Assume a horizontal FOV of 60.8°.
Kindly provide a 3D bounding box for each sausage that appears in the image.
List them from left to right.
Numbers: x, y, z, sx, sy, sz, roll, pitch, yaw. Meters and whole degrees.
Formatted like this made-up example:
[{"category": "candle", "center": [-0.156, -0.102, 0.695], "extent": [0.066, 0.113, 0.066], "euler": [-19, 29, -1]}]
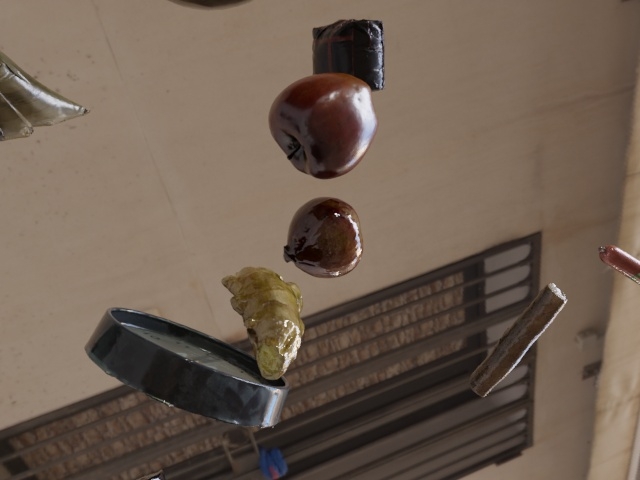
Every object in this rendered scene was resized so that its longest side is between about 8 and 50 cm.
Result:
[{"category": "sausage", "center": [0.482, 0.060, 0.786], "extent": [0.029, 0.223, 0.029], "euler": [-55, -163, 25]}]

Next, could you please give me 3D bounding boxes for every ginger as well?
[{"category": "ginger", "center": [-0.072, 0.089, 0.729], "extent": [0.115, 0.081, 0.205], "euler": [58, 8, -18]}]

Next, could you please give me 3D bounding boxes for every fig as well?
[{"category": "fig", "center": [0.001, 0.000, 1.259], "extent": [0.205, 0.205, 0.205], "euler": [161, -90, -80]}]

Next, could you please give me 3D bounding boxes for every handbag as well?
[{"category": "handbag", "center": [0.068, -0.458, 1.351], "extent": [0.215, 0.155, 0.170], "euler": [29, -49, 56]}]

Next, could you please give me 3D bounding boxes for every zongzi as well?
[{"category": "zongzi", "center": [-0.564, -0.292, 1.052], "extent": [0.195, 0.197, 0.099], "euler": [101, -32, -54]}]

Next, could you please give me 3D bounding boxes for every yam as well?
[{"category": "yam", "center": [0.345, 0.179, 0.968], "extent": [0.241, 0.056, 0.057], "euler": [-58, -147, 18]}]

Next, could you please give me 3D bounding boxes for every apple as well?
[{"category": "apple", "center": [0.011, -0.246, 1.177], "extent": [0.234, 0.233, 0.234], "euler": [161, -90, -80]}]

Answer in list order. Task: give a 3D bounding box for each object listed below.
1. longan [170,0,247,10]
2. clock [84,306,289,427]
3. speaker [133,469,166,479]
[{"category": "longan", "center": [-0.220, -0.602, 0.989], "extent": [0.405, 0.404, 0.336], "euler": [-119, -154, -43]}, {"category": "clock", "center": [-0.239, 0.230, 1.022], "extent": [0.077, 0.386, 0.386], "euler": [-66, -171, -6]}, {"category": "speaker", "center": [-0.281, 0.576, 0.921], "extent": [0.259, 0.198, 0.330], "euler": [-43, -116, 53]}]
